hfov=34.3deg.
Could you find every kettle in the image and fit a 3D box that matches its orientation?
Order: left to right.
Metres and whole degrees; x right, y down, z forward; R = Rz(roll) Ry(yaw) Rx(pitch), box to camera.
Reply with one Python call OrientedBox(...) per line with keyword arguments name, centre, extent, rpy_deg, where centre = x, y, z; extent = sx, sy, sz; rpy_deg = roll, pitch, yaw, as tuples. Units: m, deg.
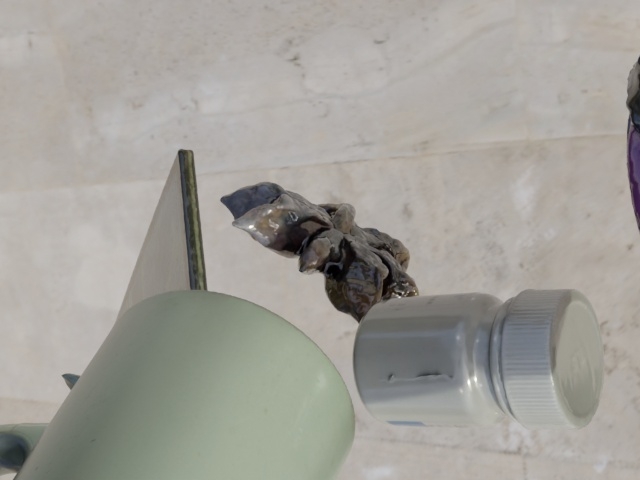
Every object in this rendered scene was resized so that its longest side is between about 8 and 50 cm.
OrientedBox(name="kettle", centre=(-0.067, 0.091, 0.328), extent=(0.127, 0.148, 0.098), rpy_deg=(32, 130, -2))

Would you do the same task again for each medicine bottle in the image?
OrientedBox(name="medicine bottle", centre=(0.117, 0.091, 0.785), extent=(0.168, 0.105, 0.105), rpy_deg=(-6, 98, 36))

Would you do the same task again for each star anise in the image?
OrientedBox(name="star anise", centre=(-0.001, 0.000, 0.996), extent=(0.262, 0.230, 0.081), rpy_deg=(42, 110, 49))

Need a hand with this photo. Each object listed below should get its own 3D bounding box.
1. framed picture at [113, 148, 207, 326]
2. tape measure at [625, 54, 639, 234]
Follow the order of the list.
OrientedBox(name="framed picture", centre=(-0.127, 0.128, 0.800), extent=(0.347, 0.016, 0.265), rpy_deg=(126, 141, -57))
OrientedBox(name="tape measure", centre=(0.263, -0.020, 0.502), extent=(0.231, 0.149, 0.245), rpy_deg=(-9, 101, 59))
